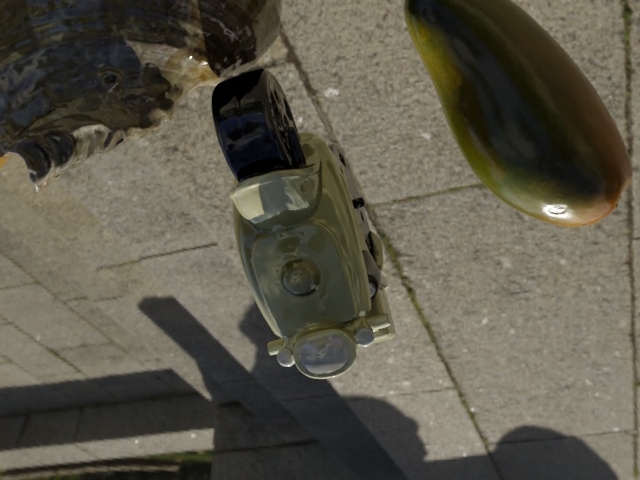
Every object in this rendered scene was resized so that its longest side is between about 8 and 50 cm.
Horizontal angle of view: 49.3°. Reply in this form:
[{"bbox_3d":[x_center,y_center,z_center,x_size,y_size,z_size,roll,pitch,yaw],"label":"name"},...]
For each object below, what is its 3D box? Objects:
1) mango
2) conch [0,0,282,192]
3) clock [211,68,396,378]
[{"bbox_3d":[0.195,-0.140,0.694,0.146,0.289,0.129,-31,-177,-18],"label":"mango"},{"bbox_3d":[-0.205,-0.206,0.624,0.297,0.352,0.209,-4,121,36],"label":"conch"},{"bbox_3d":[0.000,0.000,0.736,0.120,0.276,0.379,-17,170,13],"label":"clock"}]
